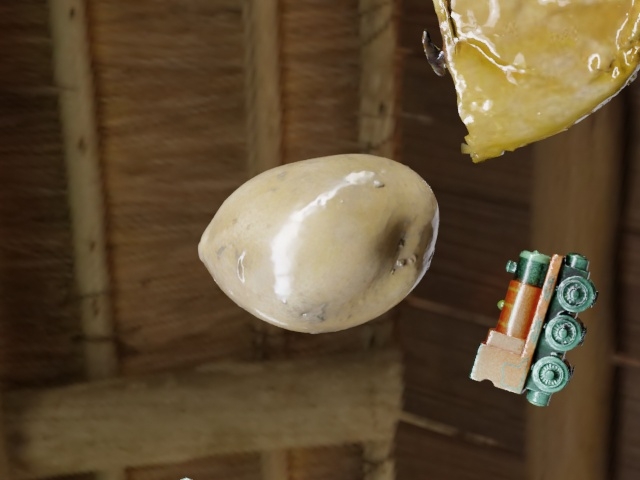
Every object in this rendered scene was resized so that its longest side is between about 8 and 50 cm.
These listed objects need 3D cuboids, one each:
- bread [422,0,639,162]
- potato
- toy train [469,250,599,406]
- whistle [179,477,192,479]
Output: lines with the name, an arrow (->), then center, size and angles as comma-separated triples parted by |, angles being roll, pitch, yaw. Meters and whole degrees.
bread -> 0.104, -0.176, 0.650 | 0.160, 0.147, 0.261 | -44, -58, -71
potato -> 0.002, -0.002, 0.895 | 0.147, 0.112, 0.112 | -16, -59, -14
toy train -> 0.142, 0.054, 0.962 | 0.044, 0.064, 0.103 | 0, -72, -75
whistle -> -0.093, 0.327, 1.298 | 0.092, 0.110, 0.244 | 106, 151, -66
